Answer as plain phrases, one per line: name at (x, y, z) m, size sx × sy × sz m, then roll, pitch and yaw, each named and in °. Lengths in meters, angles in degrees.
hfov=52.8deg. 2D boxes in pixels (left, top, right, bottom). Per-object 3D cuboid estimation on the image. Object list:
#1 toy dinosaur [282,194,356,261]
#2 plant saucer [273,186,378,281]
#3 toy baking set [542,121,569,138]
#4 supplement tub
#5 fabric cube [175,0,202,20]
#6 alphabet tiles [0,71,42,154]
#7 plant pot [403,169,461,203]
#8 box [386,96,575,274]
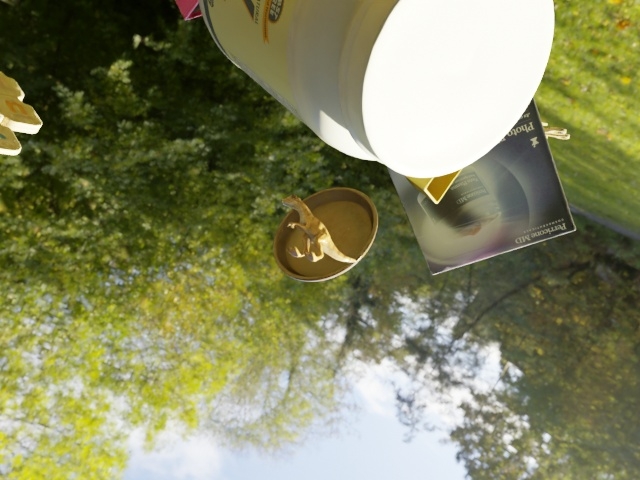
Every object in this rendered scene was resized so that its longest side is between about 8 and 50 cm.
toy dinosaur at (0.000, 0.000, 1.275) m, size 0.211 × 0.112 × 0.064 m, roll 50°, pitch 145°, yaw -18°
plant saucer at (0.014, -0.012, 1.573) m, size 0.278 × 0.278 × 0.041 m, roll 35°, pitch 167°, yaw 44°
toy baking set at (0.439, -0.241, 1.457) m, size 0.197 × 0.030 × 0.256 m, roll 11°, pitch -179°, yaw -16°
supplement tub at (0.038, -0.224, 0.640) m, size 0.235 × 0.235 × 0.325 m, roll 22°, pitch -162°, yaw -43°
fabric cube at (-0.149, -0.577, 1.096) m, size 0.254 × 0.259 × 0.258 m, roll -18°, pitch 102°, yaw 58°
alphabet tiles at (-0.520, -0.204, 0.841) m, size 0.284 × 0.021 × 0.278 m, roll 2°, pitch -138°, yaw -54°
plant pot at (0.162, -0.120, 1.002) m, size 0.083 × 0.081 × 0.081 m, roll 37°, pitch -177°, yaw 27°
box at (0.311, -0.128, 1.288) m, size 0.294 × 0.296 × 0.182 m, roll 64°, pitch -161°, yaw -21°
